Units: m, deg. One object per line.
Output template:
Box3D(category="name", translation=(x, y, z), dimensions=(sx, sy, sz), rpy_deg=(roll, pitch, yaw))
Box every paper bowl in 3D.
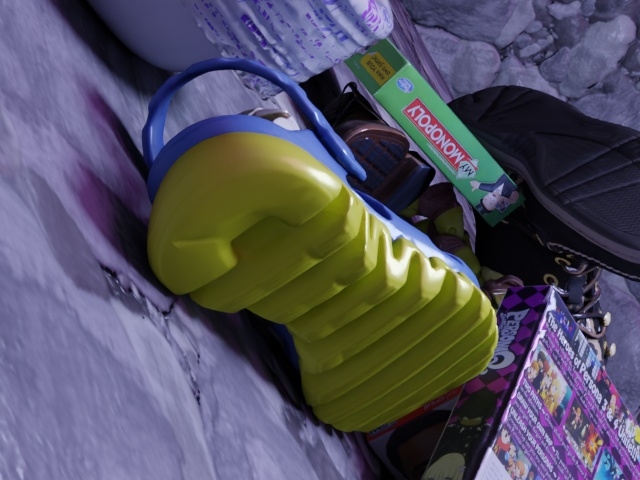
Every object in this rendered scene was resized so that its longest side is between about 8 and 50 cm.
Box3D(category="paper bowl", translation=(-0.082, -0.216, 0.984), dimensions=(0.284, 0.148, 0.284), rpy_deg=(59, 10, -17))

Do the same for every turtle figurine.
Box3D(category="turtle figurine", translation=(0.148, 0.051, 1.555), dimensions=(0.269, 0.087, 0.217), rpy_deg=(34, 27, -62))

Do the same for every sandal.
Box3D(category="sandal", translation=(0.000, 0.000, 0.911), dimensions=(0.317, 0.126, 0.138), rpy_deg=(51, 11, -52))

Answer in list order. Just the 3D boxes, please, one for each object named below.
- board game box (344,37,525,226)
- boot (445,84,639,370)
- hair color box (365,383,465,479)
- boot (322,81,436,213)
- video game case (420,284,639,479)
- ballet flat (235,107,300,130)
Box3D(category="board game box", translation=(0.058, -0.166, 1.567), dimensions=(0.213, 0.046, 0.317), rpy_deg=(42, 9, -40))
Box3D(category="boot", translation=(0.249, 0.028, 1.617), dimensions=(0.377, 0.138, 0.284), rpy_deg=(38, -37, 54))
Box3D(category="hair color box", translation=(0.089, 0.147, 1.078), dimensions=(0.141, 0.072, 0.043), rpy_deg=(54, 12, -33))
Box3D(category="boot", translation=(0.022, -0.086, 1.414), dimensions=(0.106, 0.082, 0.219), rpy_deg=(46, 5, 18))
Box3D(category="video game case", translation=(0.147, 0.182, 1.047), dimensions=(0.232, 0.042, 0.210), rpy_deg=(54, 49, -34))
Box3D(category="ballet flat", translation=(-0.035, -0.061, 1.070), dimensions=(0.057, 0.052, 0.168), rpy_deg=(60, 10, -7))
